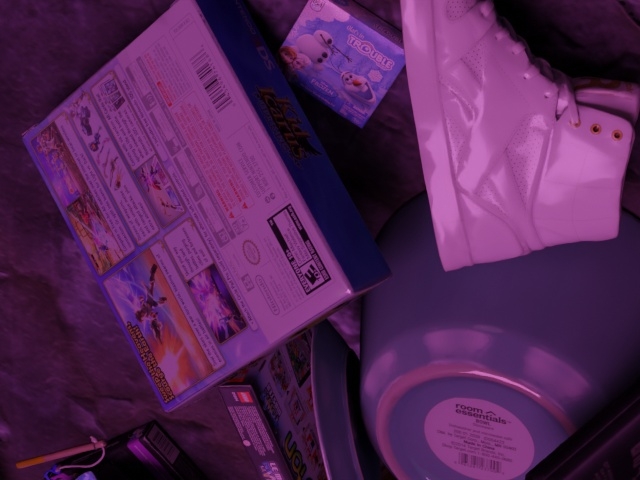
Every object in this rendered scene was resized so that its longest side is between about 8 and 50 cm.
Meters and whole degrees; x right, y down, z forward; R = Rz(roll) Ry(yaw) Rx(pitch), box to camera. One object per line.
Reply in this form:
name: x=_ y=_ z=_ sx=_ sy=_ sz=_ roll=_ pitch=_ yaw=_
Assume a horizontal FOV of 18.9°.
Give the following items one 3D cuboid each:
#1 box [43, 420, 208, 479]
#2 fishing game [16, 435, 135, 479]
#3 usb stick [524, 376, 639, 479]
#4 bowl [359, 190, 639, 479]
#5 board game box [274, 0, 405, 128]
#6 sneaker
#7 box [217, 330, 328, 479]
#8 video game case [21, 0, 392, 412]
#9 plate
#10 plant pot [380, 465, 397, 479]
box: x=-0.186 y=0.250 z=1.920 sx=0.162 sy=0.029 sz=0.116 roll=-26 pitch=112 yaw=37
fishing game: x=-0.178 y=0.288 z=1.902 sx=0.189 sy=0.041 sz=0.264 roll=-23 pitch=118 yaw=45
usb stick: x=0.259 y=0.127 z=1.446 sx=0.045 sy=0.278 sz=0.077 roll=30 pitch=148 yaw=44
bowl: x=0.155 y=0.120 z=1.555 sx=0.311 sy=0.163 sz=0.312 roll=13 pitch=132 yaw=15
board game box: x=0.017 y=-0.144 z=1.502 sx=0.090 sy=0.020 sz=0.090 roll=33 pitch=132 yaw=-1
sneaker: x=0.148 y=-0.126 z=1.413 sx=0.169 sy=0.108 sz=0.293 roll=-8 pitch=115 yaw=9
box: x=-0.021 y=0.171 z=1.715 sx=0.036 sy=0.114 sz=0.207 roll=-4 pitch=124 yaw=29
video game case: x=-0.098 y=-0.030 z=1.555 sx=0.244 sy=0.061 sz=0.270 roll=-34 pitch=81 yaw=39
plate: x=0.025 y=0.153 z=1.582 sx=0.024 sy=0.188 sz=0.188 roll=-9 pitch=124 yaw=10
plant pot: x=0.095 y=0.327 z=1.718 sx=0.237 sy=0.237 sz=0.254 roll=11 pitch=125 yaw=18
